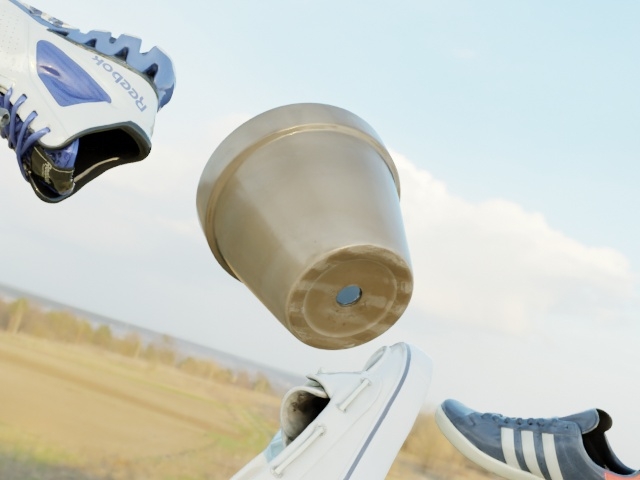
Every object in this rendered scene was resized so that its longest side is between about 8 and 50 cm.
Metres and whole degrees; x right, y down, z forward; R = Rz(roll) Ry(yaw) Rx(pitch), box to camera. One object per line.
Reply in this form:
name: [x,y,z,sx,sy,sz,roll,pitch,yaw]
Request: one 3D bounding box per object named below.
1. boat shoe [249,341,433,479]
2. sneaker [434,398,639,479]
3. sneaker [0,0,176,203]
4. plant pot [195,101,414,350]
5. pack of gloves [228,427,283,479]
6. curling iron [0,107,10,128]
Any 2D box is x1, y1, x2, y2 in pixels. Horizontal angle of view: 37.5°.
boat shoe: [0.010,0.141,0.714,0.088,0.096,0.267,38,35,2]
sneaker: [0.332,0.288,1.365,0.350,0.148,0.131,26,10,31]
sneaker: [-0.304,-0.144,0.967,0.316,0.182,0.127,11,-40,-18]
plant pot: [0.000,0.000,1.390,0.323,0.323,0.280,22,24,-32]
pack of gloves: [-0.039,0.324,1.209,0.046,0.232,0.195,-3,-61,44]
curling iron: [-0.395,-0.158,0.864,0.274,0.068,0.035,25,-11,21]
